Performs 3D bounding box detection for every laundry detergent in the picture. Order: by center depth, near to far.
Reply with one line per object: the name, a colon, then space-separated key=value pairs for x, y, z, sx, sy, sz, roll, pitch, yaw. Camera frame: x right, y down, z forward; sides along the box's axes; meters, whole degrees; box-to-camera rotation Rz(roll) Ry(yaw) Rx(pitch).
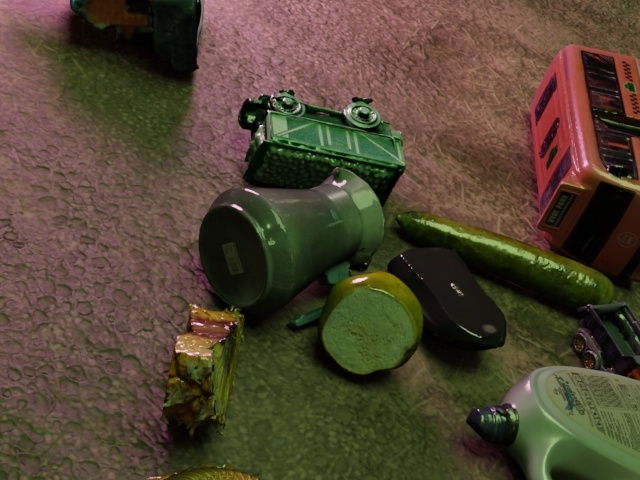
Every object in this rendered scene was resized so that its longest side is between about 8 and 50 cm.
laundry detergent: x=0.328 y=0.264 z=1.557 sx=0.281 sy=0.105 sz=0.214 roll=7 pitch=46 yaw=-25

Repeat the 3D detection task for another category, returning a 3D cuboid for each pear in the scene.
pear: x=0.067 y=0.106 z=1.572 sx=0.141 sy=0.141 sz=0.104 roll=27 pitch=11 yaw=-2

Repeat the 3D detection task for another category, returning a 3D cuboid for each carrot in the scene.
carrot: x=0.283 y=0.026 z=1.813 sx=0.359 sy=0.074 sz=0.074 roll=22 pitch=40 yaw=-5

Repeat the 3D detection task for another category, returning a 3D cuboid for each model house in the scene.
model house: x=-0.326 y=-0.402 z=1.874 sx=0.291 sy=0.184 sz=0.253 roll=2 pitch=51 yaw=-8

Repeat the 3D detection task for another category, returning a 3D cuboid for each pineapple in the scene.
pineapple: x=-0.142 y=0.163 z=1.391 sx=0.080 sy=0.135 sz=0.233 roll=4 pitch=14 yaw=4

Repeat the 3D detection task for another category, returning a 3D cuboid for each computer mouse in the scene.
computer mouse: x=0.182 y=0.091 z=1.685 sx=0.122 sy=0.073 sz=0.217 roll=-1 pitch=41 yaw=-33

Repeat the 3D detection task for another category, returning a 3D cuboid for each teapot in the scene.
teapot: x=-0.031 y=0.010 z=1.590 sx=0.225 sy=0.171 sz=0.203 roll=-19 pitch=101 yaw=-41

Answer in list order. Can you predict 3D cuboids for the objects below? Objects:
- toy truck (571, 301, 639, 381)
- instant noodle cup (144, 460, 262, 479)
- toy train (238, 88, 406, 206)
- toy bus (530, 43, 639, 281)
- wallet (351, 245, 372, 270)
toy truck: x=0.448 y=0.174 z=1.730 sx=0.083 sy=0.092 sz=0.192 roll=-2 pitch=49 yaw=-32
instant noodle cup: x=-0.096 y=0.335 z=1.261 sx=0.274 sy=0.090 sz=0.274 roll=16 pitch=41 yaw=-15
toy train: x=0.003 y=-0.145 z=1.811 sx=0.269 sy=0.115 sz=0.154 roll=10 pitch=52 yaw=-20
toy bus: x=0.485 y=-0.143 z=2.006 sx=0.233 sy=0.203 sz=0.427 roll=16 pitch=40 yaw=-7
wallet: x=0.000 y=0.000 z=1.721 sx=0.157 sy=0.018 sz=0.082 roll=10 pitch=43 yaw=-20
